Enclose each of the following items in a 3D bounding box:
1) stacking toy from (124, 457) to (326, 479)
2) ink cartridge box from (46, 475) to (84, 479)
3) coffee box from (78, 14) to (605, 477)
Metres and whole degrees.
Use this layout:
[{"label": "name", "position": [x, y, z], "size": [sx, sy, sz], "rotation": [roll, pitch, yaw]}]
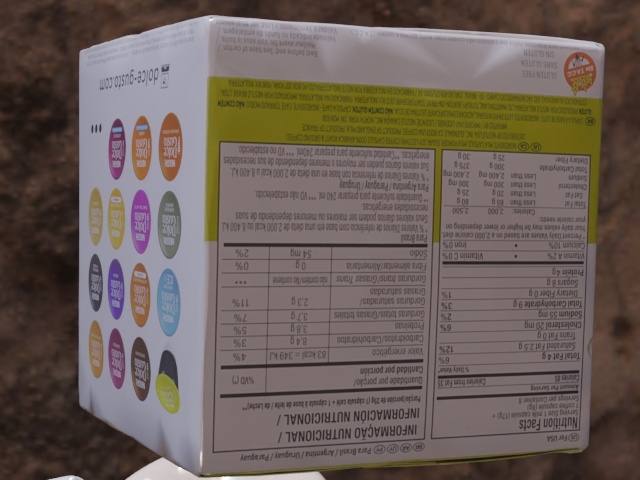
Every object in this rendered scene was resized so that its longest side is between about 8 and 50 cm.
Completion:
[{"label": "stacking toy", "position": [-0.105, 0.542, 1.863], "size": [0.351, 0.350, 0.480], "rotation": [-53, -41, -45]}, {"label": "ink cartridge box", "position": [-0.293, 0.430, 1.514], "size": [0.201, 0.117, 0.278], "rotation": [55, -146, -39]}, {"label": "coffee box", "position": [0.000, 0.000, 1.172], "size": [0.338, 0.337, 0.335], "rotation": [0, -87, -25]}]
